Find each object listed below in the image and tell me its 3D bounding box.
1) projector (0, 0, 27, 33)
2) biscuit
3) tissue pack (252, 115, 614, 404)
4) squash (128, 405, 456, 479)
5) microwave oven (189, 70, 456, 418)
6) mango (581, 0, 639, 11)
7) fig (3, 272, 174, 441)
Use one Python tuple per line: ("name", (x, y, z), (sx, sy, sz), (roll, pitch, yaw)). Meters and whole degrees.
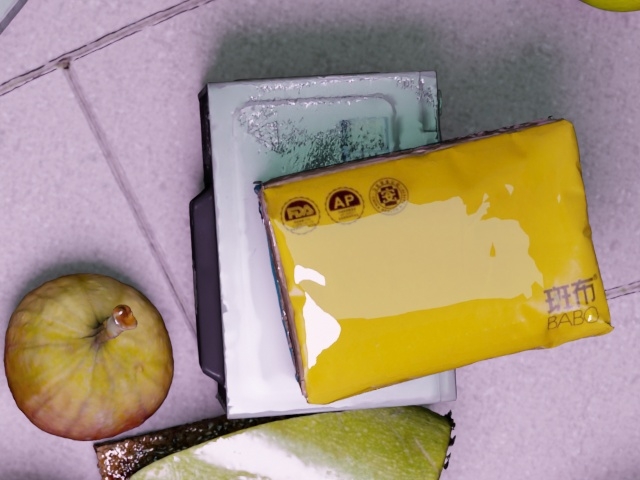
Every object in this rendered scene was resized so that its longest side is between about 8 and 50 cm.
("projector", (-0.365, -0.249, 1.596), (0.198, 0.108, 0.250), (38, 85, -7))
("biscuit", (-0.112, 0.199, 1.678), (0.199, 0.034, 0.064), (-14, 94, -7))
("tissue pack", (0.092, 0.014, 1.469), (0.271, 0.134, 0.192), (-14, 94, -7))
("squash", (-0.028, 0.197, 1.616), (0.261, 0.189, 0.189), (22, 89, -3))
("microwave oven", (0.000, 0.000, 1.614), (0.238, 0.181, 0.295), (-4, 92, -6))
("mango", (0.250, -0.328, 1.658), (0.273, 0.149, 0.185), (30, 89, -3))
("fig", (-0.197, 0.081, 1.584), (0.160, 0.230, 0.143), (27, 46, -2))
